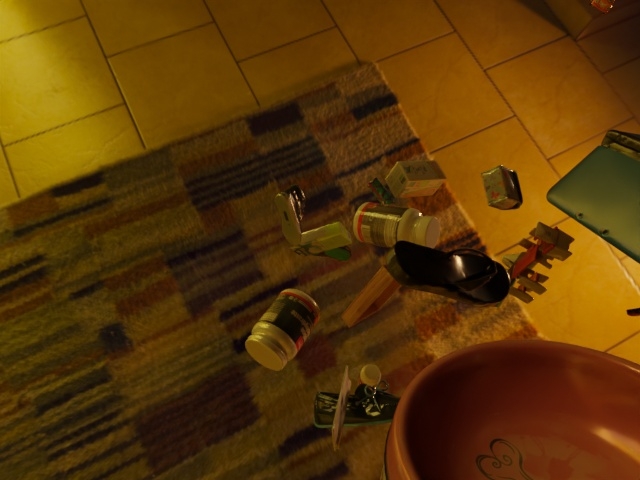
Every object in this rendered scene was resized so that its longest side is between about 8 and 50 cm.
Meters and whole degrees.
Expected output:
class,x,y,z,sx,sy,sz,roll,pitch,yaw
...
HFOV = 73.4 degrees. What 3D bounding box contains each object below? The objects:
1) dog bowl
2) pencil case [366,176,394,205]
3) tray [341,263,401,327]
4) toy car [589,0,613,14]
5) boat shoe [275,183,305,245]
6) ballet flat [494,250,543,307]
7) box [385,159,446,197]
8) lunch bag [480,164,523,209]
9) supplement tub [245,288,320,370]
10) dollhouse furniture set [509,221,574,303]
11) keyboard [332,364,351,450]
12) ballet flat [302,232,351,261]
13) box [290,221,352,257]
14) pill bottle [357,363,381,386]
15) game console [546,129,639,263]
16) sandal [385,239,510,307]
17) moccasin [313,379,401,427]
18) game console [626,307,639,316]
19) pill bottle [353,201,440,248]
class,x,y,z,sx,sy,sz,roll,pitch,yaw
dog bowl,0.257,0.265,0.479,0.409,0.408,0.150,-13,111,-8
pencil case,0.286,-0.225,2.043,0.151,0.064,0.070,52,44,-1
tray,0.256,0.212,1.842,0.203,0.410,0.076,-21,64,-38
toy car,0.478,-0.458,0.767,0.122,0.040,0.060,45,50,9
boat shoe,-0.075,-0.077,1.294,0.065,0.183,0.083,15,42,34
ballet flat,0.796,0.136,1.817,0.342,0.116,0.124,-44,57,-12
box,0.387,-0.250,1.742,0.203,0.114,0.103,-8,60,-27
lunch bag,0.350,-0.098,0.814,0.083,0.053,0.071,10,67,-42
supplement tub,-0.140,0.335,1.638,0.191,0.191,0.272,33,51,6
dollhouse furniture set,0.776,0.053,1.560,0.135,0.259,0.262,28,56,6
keyboard,0.058,0.449,1.177,0.014,0.256,0.072,-7,110,14
ballet flat,0.007,0.019,1.549,0.222,0.079,0.076,17,109,-16
box,0.000,0.000,1.382,0.179,0.109,0.042,-16,65,16
pill bottle,0.205,0.571,1.791,0.086,0.152,0.086,1,56,-2
game console,0.651,-0.084,0.819,0.251,0.173,0.293,4,31,-17
sandal,0.218,0.049,0.670,0.255,0.054,0.097,8,50,-32
moccasin,0.125,0.476,1.253,0.342,0.138,0.116,-14,70,20
game console,0.550,0.060,0.638,0.144,0.124,0.085,-7,75,3
pill bottle,0.308,-0.052,1.736,0.319,0.176,0.176,13,69,38
